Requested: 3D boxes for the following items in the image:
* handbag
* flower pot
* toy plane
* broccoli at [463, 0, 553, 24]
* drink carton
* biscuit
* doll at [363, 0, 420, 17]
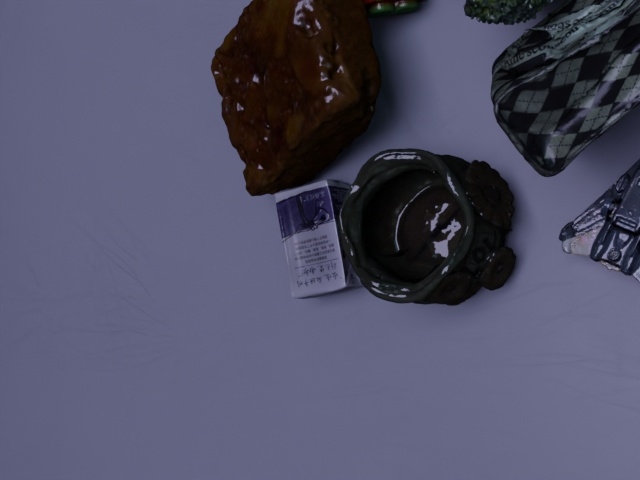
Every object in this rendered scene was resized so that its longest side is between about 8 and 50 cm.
[{"bbox_3d":[0.417,-0.281,1.225,0.316,0.416,0.180,-39,98,23],"label":"handbag"},{"bbox_3d":[0.199,-0.021,1.461,0.301,0.213,0.302,-1,88,32],"label":"flower pot"},{"bbox_3d":[0.540,-0.092,1.320,0.204,0.103,0.316,28,103,29],"label":"toy plane"},{"bbox_3d":[0.330,-0.506,1.370,0.302,0.249,0.375,-7,60,51],"label":"broccoli"},{"bbox_3d":[0.001,0.001,1.646,0.134,0.102,0.222,-13,81,28],"label":"drink carton"},{"bbox_3d":[-0.052,-0.312,1.587,0.395,0.166,0.343,-36,63,52],"label":"biscuit"},{"bbox_3d":[0.113,-0.615,1.554,0.182,0.160,0.363,-9,86,-3],"label":"doll"}]
